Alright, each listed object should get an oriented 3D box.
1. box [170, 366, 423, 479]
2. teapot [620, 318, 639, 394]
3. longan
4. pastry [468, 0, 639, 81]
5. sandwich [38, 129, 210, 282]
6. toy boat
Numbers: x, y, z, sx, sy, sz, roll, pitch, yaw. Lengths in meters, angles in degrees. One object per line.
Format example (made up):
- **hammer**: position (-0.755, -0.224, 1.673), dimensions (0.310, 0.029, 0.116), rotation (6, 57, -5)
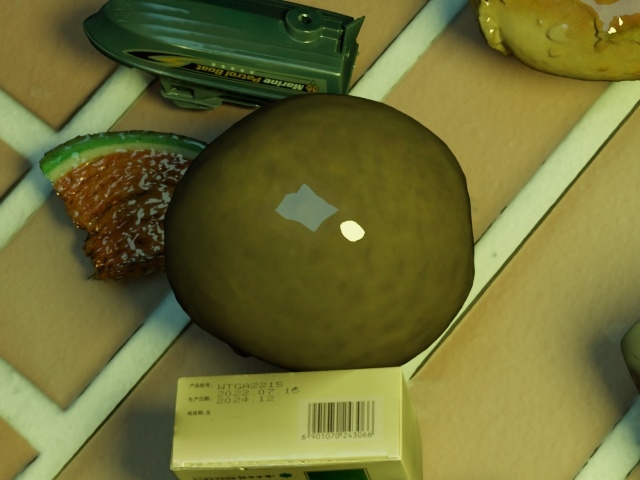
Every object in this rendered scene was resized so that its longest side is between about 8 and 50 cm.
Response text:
- **box**: position (-0.017, 0.194, 1.551), dimensions (0.212, 0.168, 0.095), rotation (-4, 63, 9)
- **teapot**: position (0.463, 0.172, 1.466), dimensions (0.315, 0.233, 0.312), rotation (-13, 69, -26)
- **longan**: position (-0.002, -0.004, 1.566), dimensions (0.297, 0.297, 0.297), rotation (-4, 66, 9)
- **pastry**: position (0.300, -0.275, 1.686), dimensions (0.315, 0.184, 0.284), rotation (-21, 58, 2)
- **sandwich**: position (-0.165, -0.040, 1.739), dimensions (0.235, 0.079, 0.159), rotation (-11, 75, 10)
- **toy boat**: position (-0.106, -0.202, 1.764), dimensions (0.296, 0.122, 0.114), rotation (9, 47, 4)
